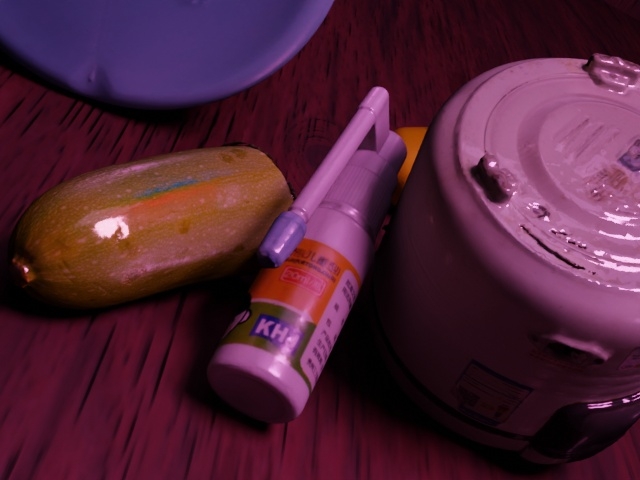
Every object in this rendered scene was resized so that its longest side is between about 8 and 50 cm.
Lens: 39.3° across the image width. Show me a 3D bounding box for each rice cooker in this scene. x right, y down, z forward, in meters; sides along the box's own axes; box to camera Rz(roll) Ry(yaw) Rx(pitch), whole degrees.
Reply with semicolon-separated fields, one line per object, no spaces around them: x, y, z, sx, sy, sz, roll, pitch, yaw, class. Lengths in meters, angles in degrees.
0.152;0.018;0.602;0.226;0.244;0.226;7;52;-10;rice cooker

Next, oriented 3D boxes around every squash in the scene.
-0.107;-0.010;0.554;0.095;0.095;0.188;45;33;23;squash

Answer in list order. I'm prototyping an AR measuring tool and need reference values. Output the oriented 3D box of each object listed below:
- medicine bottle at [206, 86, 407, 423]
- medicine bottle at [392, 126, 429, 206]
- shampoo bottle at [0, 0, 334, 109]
0.000;0.000;0.561;0.061;0.092;0.220;13;51;20;medicine bottle
0.208;-0.067;0.813;0.309;0.076;0.111;0;7;4;medicine bottle
-0.130;-0.323;0.769;0.331;0.331;0.342;24;32;-13;shampoo bottle
